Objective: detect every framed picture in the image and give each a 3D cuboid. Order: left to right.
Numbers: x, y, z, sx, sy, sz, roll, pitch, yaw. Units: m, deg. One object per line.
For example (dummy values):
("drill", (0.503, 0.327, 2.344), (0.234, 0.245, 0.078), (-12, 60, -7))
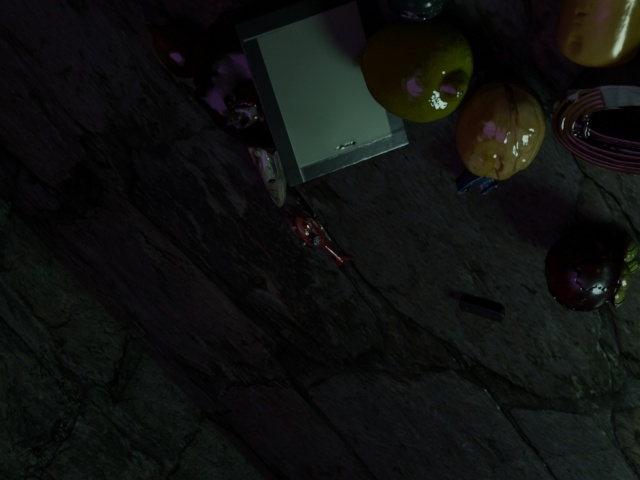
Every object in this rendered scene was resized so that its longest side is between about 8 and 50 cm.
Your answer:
("framed picture", (0.011, -0.293, 1.470), (0.016, 0.265, 0.347), (-119, 9, -60))

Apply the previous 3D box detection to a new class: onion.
("onion", (-0.115, -0.321, 1.550), (0.314, 0.232, 0.314), (6, 128, 8))

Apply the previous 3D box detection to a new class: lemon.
("lemon", (0.170, -0.309, 1.374), (0.248, 0.184, 0.184), (31, 149, 39))

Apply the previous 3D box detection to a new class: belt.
("belt", (0.523, -0.202, 1.261), (0.261, 0.105, 0.184), (18, 139, 25))

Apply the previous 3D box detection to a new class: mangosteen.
("mangosteen", (0.536, 0.061, 1.521), (0.180, 0.166, 0.166), (-3, 134, 10))

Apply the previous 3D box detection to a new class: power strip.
("power strip", (0.390, 0.163, 1.858), (0.111, 0.029, 0.038), (17, 141, 28))

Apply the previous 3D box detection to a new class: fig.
("fig", (-0.325, -0.432, 1.714), (0.154, 0.103, 0.109), (31, 123, -6))

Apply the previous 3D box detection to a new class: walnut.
("walnut", (0.323, -0.198, 1.392), (0.159, 0.159, 0.207), (22, 149, 19))

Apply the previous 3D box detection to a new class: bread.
("bread", (0.433, -0.345, 1.188), (0.134, 0.085, 0.173), (19, 141, 23))

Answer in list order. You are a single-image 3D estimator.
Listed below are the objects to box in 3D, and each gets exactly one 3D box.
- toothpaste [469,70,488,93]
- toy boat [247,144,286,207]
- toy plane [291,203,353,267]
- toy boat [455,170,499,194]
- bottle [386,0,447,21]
("toothpaste", (0.226, -0.292, 1.473), (0.204, 0.031, 0.049), (1, 135, 38))
("toy boat", (-0.116, -0.158, 1.885), (0.084, 0.066, 0.210), (17, 141, 28))
("toy plane", (-0.005, -0.001, 1.973), (0.126, 0.077, 0.194), (16, 150, 40))
("toy boat", (0.330, -0.127, 1.548), (0.137, 0.060, 0.061), (-35, 86, 47))
("bottle", (0.166, -0.497, 1.188), (0.144, 0.144, 0.336), (26, 144, 15))
